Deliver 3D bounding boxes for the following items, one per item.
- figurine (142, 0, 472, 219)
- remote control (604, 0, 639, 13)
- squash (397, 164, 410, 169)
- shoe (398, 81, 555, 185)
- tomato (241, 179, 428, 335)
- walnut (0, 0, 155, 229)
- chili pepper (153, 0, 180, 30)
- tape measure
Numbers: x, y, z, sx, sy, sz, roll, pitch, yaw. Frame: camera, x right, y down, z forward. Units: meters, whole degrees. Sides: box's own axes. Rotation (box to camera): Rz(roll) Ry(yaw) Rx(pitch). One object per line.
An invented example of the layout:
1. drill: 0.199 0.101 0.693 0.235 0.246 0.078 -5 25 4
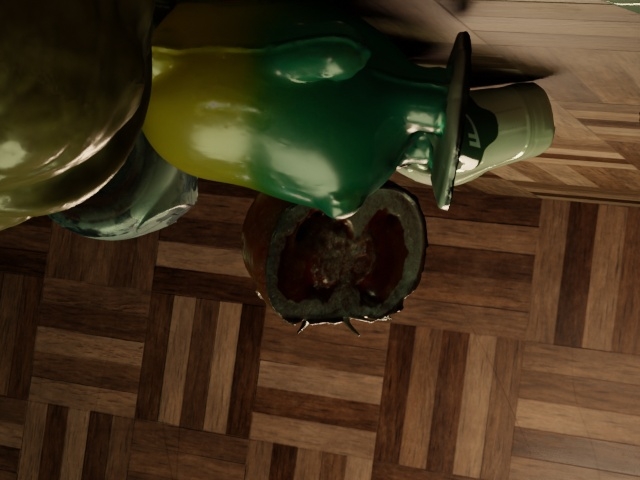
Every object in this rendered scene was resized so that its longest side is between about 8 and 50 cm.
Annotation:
1. figurine: -0.026 -0.137 1.384 0.340 0.231 0.323 7 162 2
2. remote control: 0.296 -0.197 1.034 0.296 0.056 0.140 11 174 -34
3. squash: 0.056 -0.154 1.597 0.193 0.155 0.193 12 168 2
4. shoe: 0.142 -0.132 1.796 0.160 0.131 0.363 -11 -177 -27
5. tomato: 0.000 0.000 1.570 0.214 0.180 0.155 5 -165 -32
6. walnut: -0.265 -0.151 1.098 0.282 0.276 0.253 -7 151 34
7. chili pepper: -0.196 -0.238 1.459 0.204 0.073 0.072 7 164 -12
8. tape measure: -0.296 -0.128 2.012 0.275 0.256 0.147 1 179 20
